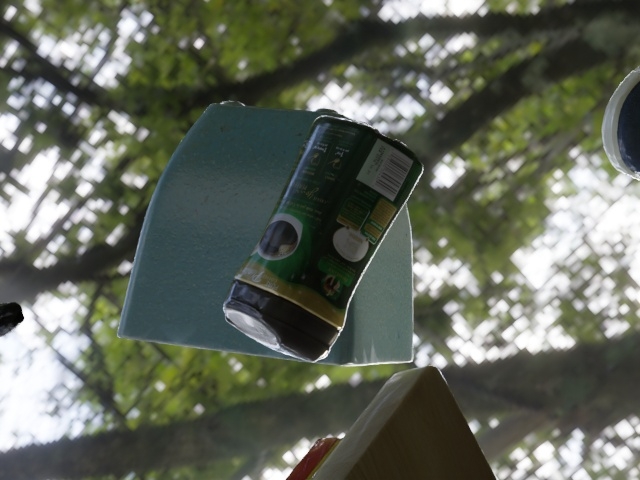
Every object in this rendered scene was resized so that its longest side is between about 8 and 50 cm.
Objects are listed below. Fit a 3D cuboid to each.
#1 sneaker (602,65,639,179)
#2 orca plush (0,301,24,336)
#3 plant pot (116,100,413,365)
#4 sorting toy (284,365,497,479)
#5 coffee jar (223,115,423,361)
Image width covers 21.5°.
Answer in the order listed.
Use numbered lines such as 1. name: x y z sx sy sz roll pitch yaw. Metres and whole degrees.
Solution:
1. sneaker: 0.445 -0.129 1.630 0.350 0.148 0.131 -14 -74 -23
2. orca plush: -0.324 0.096 1.097 0.287 0.102 0.151 -26 -133 -27
3. plant pot: -0.039 -0.009 1.744 0.248 0.247 0.252 10 -95 -71
4. sorting toy: 0.021 0.240 0.819 0.255 0.089 0.257 -47 -64 -45
5. coffee jar: 0.000 0.000 1.307 0.079 0.184 0.096 32 172 -37
